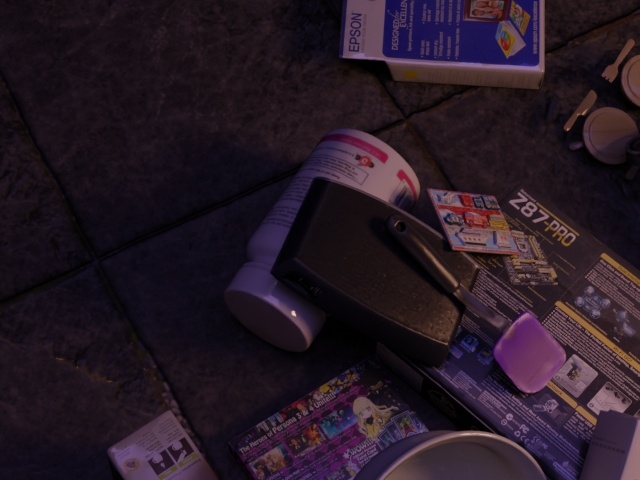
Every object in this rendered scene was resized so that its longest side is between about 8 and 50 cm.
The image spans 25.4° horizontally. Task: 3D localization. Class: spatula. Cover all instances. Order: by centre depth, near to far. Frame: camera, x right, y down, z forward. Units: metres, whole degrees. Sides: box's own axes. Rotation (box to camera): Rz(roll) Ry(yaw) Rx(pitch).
[{"bbox_3d":[0.190,0.075,1.801,0.296,0.030,0.084,43,71,-2],"label":"spatula"}]

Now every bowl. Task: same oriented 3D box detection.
[{"bbox_3d":[0.127,0.349,1.723,0.297,0.298,0.134,-29,25,-15],"label":"bowl"}]

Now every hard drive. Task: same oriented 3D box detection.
[{"bbox_3d":[0.079,0.035,1.817,0.254,0.054,0.172,30,63,-11],"label":"hard drive"}]

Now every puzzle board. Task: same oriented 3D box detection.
[{"bbox_3d":[0.204,-0.025,1.883,0.128,0.011,0.096,4,52,-39],"label":"puzzle board"}]

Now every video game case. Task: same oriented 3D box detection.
[{"bbox_3d":[0.032,0.290,1.837,0.232,0.042,0.210,-30,68,-16],"label":"video game case"}]

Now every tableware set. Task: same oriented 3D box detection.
[{"bbox_3d":[0.452,-0.190,2.099,0.128,0.039,0.194,38,73,0],"label":"tableware set"}]

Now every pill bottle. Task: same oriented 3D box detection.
[{"bbox_3d":[0.000,0.000,1.919,0.160,0.160,0.283,29,65,13],"label":"pill bottle"}]

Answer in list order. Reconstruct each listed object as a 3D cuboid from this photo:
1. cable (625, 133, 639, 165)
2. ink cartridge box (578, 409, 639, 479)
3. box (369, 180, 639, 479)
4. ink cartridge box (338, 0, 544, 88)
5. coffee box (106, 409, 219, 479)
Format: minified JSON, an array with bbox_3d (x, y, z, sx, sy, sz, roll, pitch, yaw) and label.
[{"bbox_3d":[0.557,-0.187,2.055,0.287,0.072,0.139,-14,32,-12],"label":"cable"},{"bbox_3d":[0.403,0.361,1.697,0.198,0.115,0.273,19,86,-11],"label":"ink cartridge box"},{"bbox_3d":[0.312,0.150,1.890,0.395,0.097,0.318,39,70,17],"label":"box"},{"bbox_3d":[0.189,-0.378,2.175,0.307,0.072,0.304,4,64,3],"label":"ink cartridge box"},{"bbox_3d":[-0.154,0.351,1.746,0.098,0.141,0.246,-32,68,-17],"label":"coffee box"}]
